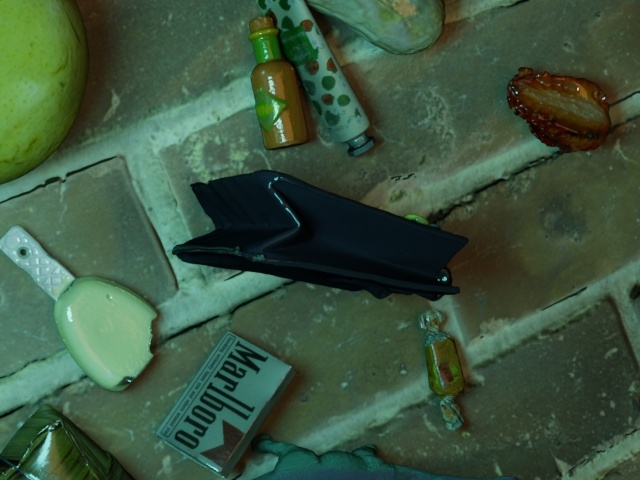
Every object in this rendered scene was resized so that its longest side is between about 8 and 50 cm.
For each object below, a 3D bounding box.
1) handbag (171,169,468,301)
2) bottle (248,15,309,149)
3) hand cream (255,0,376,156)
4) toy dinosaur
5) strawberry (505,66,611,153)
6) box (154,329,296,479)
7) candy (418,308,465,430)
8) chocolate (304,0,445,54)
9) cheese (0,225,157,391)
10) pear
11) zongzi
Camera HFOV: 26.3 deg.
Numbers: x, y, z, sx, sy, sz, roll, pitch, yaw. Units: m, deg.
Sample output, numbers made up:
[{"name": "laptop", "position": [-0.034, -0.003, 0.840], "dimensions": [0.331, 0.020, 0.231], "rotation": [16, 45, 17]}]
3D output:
[{"name": "handbag", "position": [0.000, 0.000, 1.817], "dimensions": [0.329, 0.303, 0.122], "rotation": [14, 83, -25]}, {"name": "bottle", "position": [-0.066, -0.222, 1.934], "dimensions": [0.069, 0.069, 0.187], "rotation": [-12, 90, -26]}, {"name": "hand cream", "position": [-0.005, -0.246, 1.958], "dimensions": [0.059, 0.095, 0.276], "rotation": [-42, 109, -35]}, {"name": "toy dinosaur", "position": [0.032, 0.322, 1.794], "dimensions": [0.383, 0.331, 0.129], "rotation": [0, 85, -26]}, {"name": "strawberry", "position": [0.367, -0.205, 2.144], "dimensions": [0.188, 0.082, 0.121], "rotation": [20, 58, -14]}, {"name": "box", "position": [-0.128, 0.219, 1.854], "dimensions": [0.115, 0.036, 0.177], "rotation": [27, 70, 20]}, {"name": "candy", "position": [0.182, 0.192, 2.036], "dimensions": [0.053, 0.046, 0.182], "rotation": [-10, 86, -23]}, {"name": "chocolate", "position": [0.050, -0.366, 1.965], "dimensions": [0.309, 0.134, 0.134], "rotation": [29, 74, -22]}, {"name": "cheese", "position": [-0.317, 0.077, 1.797], "dimensions": [0.255, 0.050, 0.127], "rotation": [47, 69, -16]}, {"name": "pear", "position": [-0.443, -0.224, 1.602], "dimensions": [0.348, 0.348, 0.348], "rotation": [2, 85, -26]}, {"name": "zongzi", "position": [-0.346, 0.362, 1.735], "dimensions": [0.221, 0.112, 0.242], "rotation": [45, 77, -17]}]
